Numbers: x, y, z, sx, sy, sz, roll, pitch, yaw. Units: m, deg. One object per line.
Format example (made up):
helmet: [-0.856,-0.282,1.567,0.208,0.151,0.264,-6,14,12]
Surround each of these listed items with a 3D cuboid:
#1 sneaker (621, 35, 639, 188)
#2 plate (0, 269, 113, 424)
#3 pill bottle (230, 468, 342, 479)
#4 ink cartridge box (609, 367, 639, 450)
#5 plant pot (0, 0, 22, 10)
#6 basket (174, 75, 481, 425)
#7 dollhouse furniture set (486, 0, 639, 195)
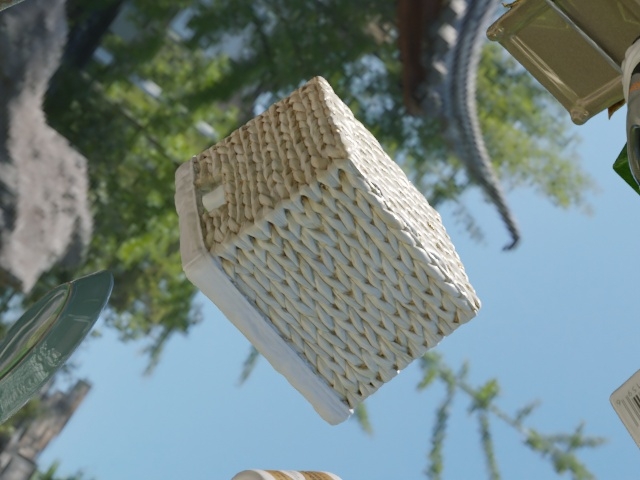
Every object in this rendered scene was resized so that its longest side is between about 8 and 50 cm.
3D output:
sneaker: [0.314,-0.056,1.148,0.100,0.271,0.108,-1,-128,28]
plate: [-0.256,0.092,1.162,0.188,0.024,0.188,-40,-161,17]
pill bottle: [-0.023,0.402,1.918,0.131,0.229,0.131,-13,-107,46]
ink cartridge box: [0.399,0.142,1.075,0.275,0.060,0.239,-49,-129,29]
plant pot: [-0.412,-0.393,1.383,0.333,0.306,0.334,-23,-170,4]
basket: [0.000,0.000,1.789,0.266,0.331,0.328,-38,-154,11]
dollhouse furniture set: [0.349,-0.196,1.362,0.151,0.301,0.197,-51,-171,-28]
